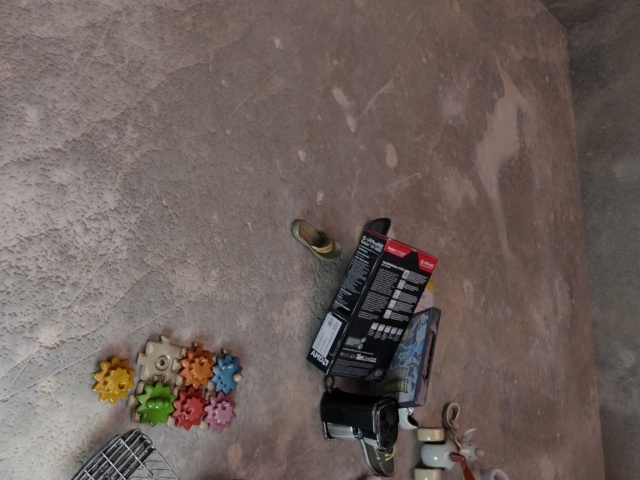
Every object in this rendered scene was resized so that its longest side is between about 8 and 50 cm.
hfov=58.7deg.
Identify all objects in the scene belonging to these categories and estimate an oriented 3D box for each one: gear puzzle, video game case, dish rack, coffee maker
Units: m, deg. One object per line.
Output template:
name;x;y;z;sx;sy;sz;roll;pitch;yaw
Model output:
gear puzzle;-0.286;0.280;1.122;0.339;0.044;0.175;24;66;-43
video game case;0.214;0.321;1.510;0.035;0.275;0.248;23;64;-14
dish rack;-0.337;0.484;1.016;0.208;0.074;0.271;-47;116;-42
coffee maker;0.093;0.425;1.417;0.120;0.178;0.171;-36;110;-46

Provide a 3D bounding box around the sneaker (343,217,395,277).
sneaker;0.160;0.075;1.608;0.129;0.111;0.297;54;49;-35

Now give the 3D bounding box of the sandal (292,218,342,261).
sandal;0.000;0.000;1.481;0.180;0.049;0.072;36;58;-38

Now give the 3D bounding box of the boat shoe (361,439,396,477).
boat shoe;0.162;0.560;1.552;0.081;0.069;0.227;-42;114;-43

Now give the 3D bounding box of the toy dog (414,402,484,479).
toy dog;0.426;0.654;1.760;0.334;0.161;0.220;-12;93;-48

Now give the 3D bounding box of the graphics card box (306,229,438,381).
graphics card box;0.138;0.175;1.464;0.233;0.094;0.370;19;95;-45

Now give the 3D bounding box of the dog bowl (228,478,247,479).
dog bowl;-0.172;0.650;1.089;0.349;0.102;0.348;-15;108;-54

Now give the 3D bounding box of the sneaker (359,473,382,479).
sneaker;0.162;0.749;1.502;0.091;0.094;0.258;-13;93;-44

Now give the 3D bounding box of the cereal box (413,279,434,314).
cereal box;0.286;0.229;1.760;0.173;0.047;0.240;17;71;-45

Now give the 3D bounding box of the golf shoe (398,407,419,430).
golf shoe;0.234;0.464;1.637;0.069;0.086;0.176;-34;107;-44

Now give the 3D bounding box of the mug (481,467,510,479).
mug;0.587;0.922;1.834;0.328;0.276;0.374;49;33;-20
